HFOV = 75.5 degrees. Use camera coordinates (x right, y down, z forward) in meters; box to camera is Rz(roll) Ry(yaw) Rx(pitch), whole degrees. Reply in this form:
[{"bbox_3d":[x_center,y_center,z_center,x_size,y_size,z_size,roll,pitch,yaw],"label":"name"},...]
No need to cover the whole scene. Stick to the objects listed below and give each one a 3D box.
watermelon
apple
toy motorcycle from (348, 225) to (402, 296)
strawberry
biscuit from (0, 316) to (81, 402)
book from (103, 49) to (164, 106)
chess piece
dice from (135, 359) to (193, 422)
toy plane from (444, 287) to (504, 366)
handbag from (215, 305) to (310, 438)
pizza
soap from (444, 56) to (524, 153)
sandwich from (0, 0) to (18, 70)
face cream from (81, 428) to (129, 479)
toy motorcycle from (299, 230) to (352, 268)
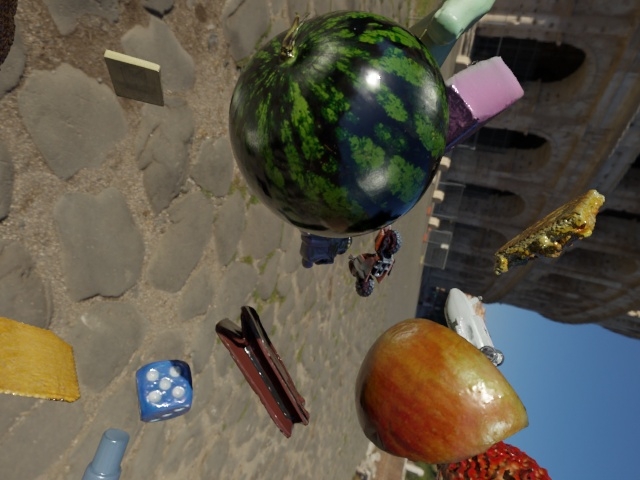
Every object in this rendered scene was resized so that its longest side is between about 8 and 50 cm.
[{"bbox_3d":[0.019,-0.131,0.506,0.269,0.269,0.269,14,90,-73],"label":"watermelon"},{"bbox_3d":[0.197,0.284,0.802,0.179,0.346,0.254,23,81,-29],"label":"apple"},{"bbox_3d":[0.139,0.047,1.113,0.084,0.118,0.212,11,121,-32],"label":"toy motorcycle"},{"bbox_3d":[0.437,0.601,0.974,0.292,0.292,0.343,-67,-173,-28],"label":"strawberry"},{"bbox_3d":[-0.653,0.257,0.913,0.013,0.232,0.237,-48,137,2],"label":"biscuit"},{"bbox_3d":[-0.598,-0.518,1.344,0.231,0.161,0.026,148,-49,-70],"label":"book"},{"bbox_3d":[0.186,-0.345,0.744,0.298,0.176,0.176,-39,-165,45],"label":"chess piece"},{"bbox_3d":[-0.455,0.436,1.201,0.146,0.146,0.143,-58,-136,47],"label":"dice"},{"bbox_3d":[0.348,0.227,0.942,0.251,0.101,0.255,31,47,-51],"label":"toy plane"},{"bbox_3d":[-0.123,0.276,0.915,0.084,0.275,0.260,-31,177,-12],"label":"handbag"},{"bbox_3d":[0.610,-0.022,1.105,0.268,0.087,0.258,-29,174,-44],"label":"pizza"},{"bbox_3d":[0.177,-0.169,0.679,0.181,0.081,0.259,-33,176,-39],"label":"soap"},{"bbox_3d":[-0.780,-0.537,0.951,0.292,0.109,0.212,-44,-141,45],"label":"sandwich"},{"bbox_3d":[-0.606,0.698,1.093,0.086,0.136,0.385,57,52,-85],"label":"face cream"},{"bbox_3d":[0.000,0.000,1.028,0.152,0.073,0.225,-47,144,-7],"label":"toy motorcycle"}]
